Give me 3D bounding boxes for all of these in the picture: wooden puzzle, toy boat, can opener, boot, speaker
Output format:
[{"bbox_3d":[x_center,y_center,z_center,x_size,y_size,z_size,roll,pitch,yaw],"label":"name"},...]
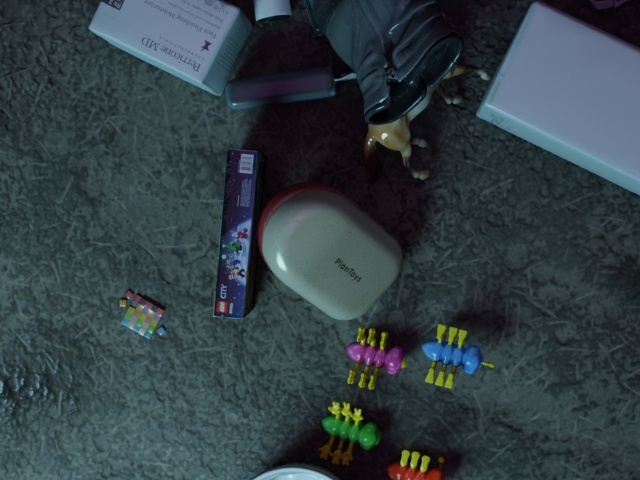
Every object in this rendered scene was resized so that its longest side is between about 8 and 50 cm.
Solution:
[{"bbox_3d":[-0.266,0.114,1.927,0.083,0.006,0.049,29,93,2],"label":"wooden puzzle"},{"bbox_3d":[0.000,0.000,1.845,0.151,0.151,0.231,-48,131,3],"label":"toy boat"},{"bbox_3d":[-0.001,-0.244,1.869,0.280,0.074,0.093,-12,93,6],"label":"can opener"},{"bbox_3d":[0.133,-0.328,1.687,0.338,0.118,0.223,-57,47,37],"label":"boot"},{"bbox_3d":[-0.078,-0.387,1.879,0.055,0.055,0.136,-9,90,4],"label":"speaker"}]

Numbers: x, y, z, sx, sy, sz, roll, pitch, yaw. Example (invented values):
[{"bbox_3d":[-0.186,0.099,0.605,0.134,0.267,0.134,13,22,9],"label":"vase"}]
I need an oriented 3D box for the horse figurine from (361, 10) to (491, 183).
[{"bbox_3d":[0.132,-0.193,1.822,0.066,0.174,0.263,39,96,42],"label":"horse figurine"}]

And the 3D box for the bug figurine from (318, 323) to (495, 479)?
[{"bbox_3d":[0.120,0.240,1.874,0.216,0.072,0.279,18,97,9],"label":"bug figurine"}]

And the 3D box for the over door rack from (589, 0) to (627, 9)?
[{"bbox_3d":[0.484,-0.467,1.740,0.324,0.239,0.108,-19,52,18],"label":"over door rack"}]

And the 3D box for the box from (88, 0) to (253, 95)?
[{"bbox_3d":[-0.207,-0.301,1.826,0.181,0.182,0.119,26,92,2],"label":"box"}]

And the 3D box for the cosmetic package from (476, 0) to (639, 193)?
[{"bbox_3d":[0.453,-0.149,1.766,0.453,0.230,0.162,27,94,3],"label":"cosmetic package"}]

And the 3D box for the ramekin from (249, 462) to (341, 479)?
[{"bbox_3d":[-0.033,0.419,1.870,0.207,0.109,0.207,0,92,3],"label":"ramekin"}]

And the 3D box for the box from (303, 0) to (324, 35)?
[{"bbox_3d":[0.087,-0.457,1.774,0.295,0.073,0.293,-17,134,4],"label":"box"}]

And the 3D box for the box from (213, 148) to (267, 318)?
[{"bbox_3d":[-0.113,-0.011,1.838,0.044,0.159,0.233,5,91,2],"label":"box"}]
